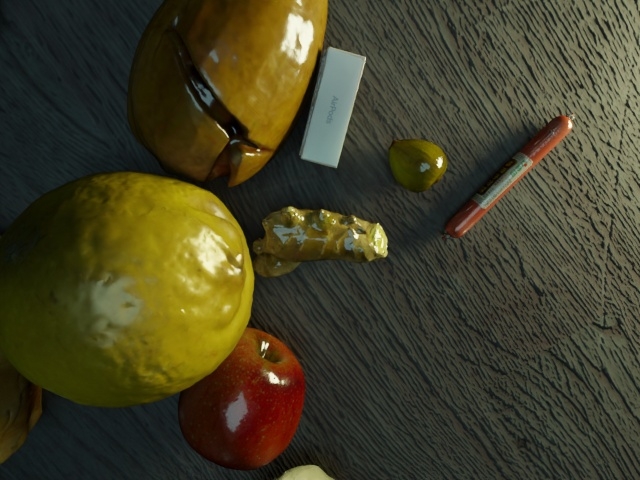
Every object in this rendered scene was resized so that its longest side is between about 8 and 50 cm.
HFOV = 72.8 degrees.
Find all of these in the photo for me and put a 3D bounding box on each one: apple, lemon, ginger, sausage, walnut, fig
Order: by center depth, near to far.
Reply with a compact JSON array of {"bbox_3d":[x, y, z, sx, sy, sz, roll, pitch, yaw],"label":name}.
[{"bbox_3d":[-0.099,-0.225,0.520,0.209,0.209,0.336,25,94,-7],"label":"walnut"},{"bbox_3d":[-0.228,0.056,0.531,0.297,0.297,0.297,0,103,-1],"label":"lemon"},{"bbox_3d":[0.133,-0.111,0.614,0.088,0.074,0.074,37,100,9],"label":"fig"},{"bbox_3d":[-0.009,-0.009,0.626,0.205,0.081,0.115,-12,110,3],"label":"ginger"},{"bbox_3d":[-0.109,0.228,0.632,0.181,0.181,0.168,32,98,-8],"label":"apple"},{"bbox_3d":[0.273,-0.090,0.639,0.034,0.034,0.253,42,98,-10],"label":"sausage"}]

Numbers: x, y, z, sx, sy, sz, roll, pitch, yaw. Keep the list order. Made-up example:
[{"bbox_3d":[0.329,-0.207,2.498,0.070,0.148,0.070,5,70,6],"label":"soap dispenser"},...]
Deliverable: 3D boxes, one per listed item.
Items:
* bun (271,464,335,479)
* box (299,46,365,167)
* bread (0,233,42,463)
[{"bbox_3d":[-0.048,0.456,0.724,0.183,0.102,0.183,-3,100,-19],"label":"bun"},{"bbox_3d":[0.012,-0.167,0.566,0.051,0.129,0.130,13,102,-4],"label":"box"},{"bbox_3d":[-0.507,0.153,0.612,0.195,0.149,0.344,6,103,-9],"label":"bread"}]
